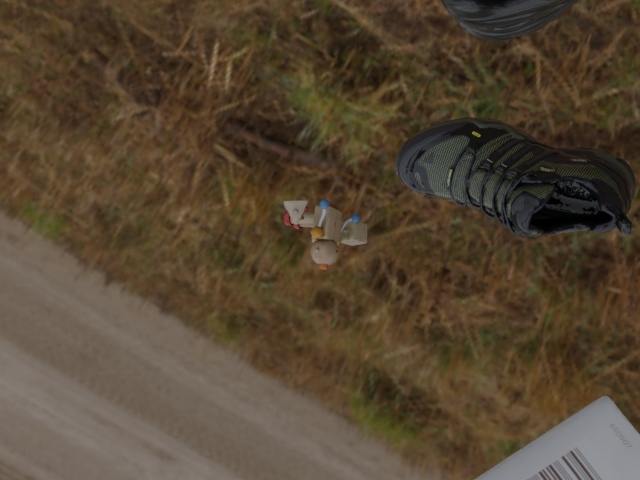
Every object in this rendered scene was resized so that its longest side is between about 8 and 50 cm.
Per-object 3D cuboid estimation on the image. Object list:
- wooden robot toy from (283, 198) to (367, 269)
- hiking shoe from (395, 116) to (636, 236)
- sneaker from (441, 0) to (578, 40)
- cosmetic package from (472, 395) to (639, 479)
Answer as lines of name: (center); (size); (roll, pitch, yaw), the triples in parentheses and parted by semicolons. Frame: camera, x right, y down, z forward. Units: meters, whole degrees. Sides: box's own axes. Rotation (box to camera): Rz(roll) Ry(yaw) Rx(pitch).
wooden robot toy: (0.000, 0.000, 1.390); (0.076, 0.079, 0.173); (-5, 167, 26)
hiking shoe: (0.177, -0.056, 1.017); (0.227, 0.114, 0.086); (8, 113, 11)
sneaker: (0.211, -0.233, 0.791); (0.286, 0.130, 0.109); (-32, 87, 22)
cosmetic package: (0.106, 0.176, 0.585); (0.085, 0.117, 0.231); (55, 166, 23)
